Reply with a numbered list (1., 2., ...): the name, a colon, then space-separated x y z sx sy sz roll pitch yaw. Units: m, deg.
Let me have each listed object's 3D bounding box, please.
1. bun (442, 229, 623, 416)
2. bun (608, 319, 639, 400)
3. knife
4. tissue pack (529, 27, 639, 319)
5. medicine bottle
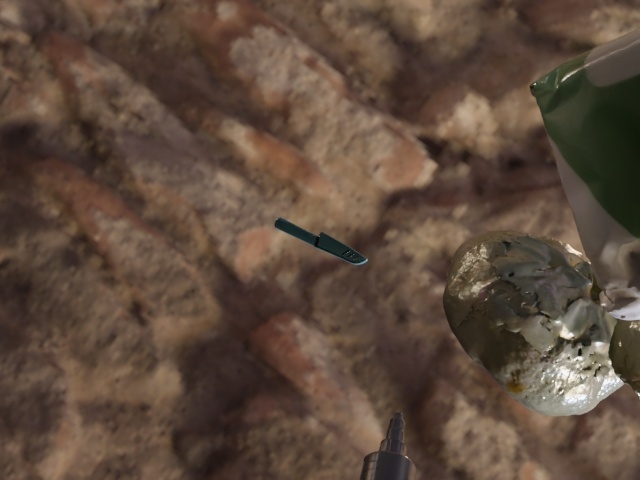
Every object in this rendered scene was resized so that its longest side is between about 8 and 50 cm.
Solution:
1. bun: 0.249 0.078 1.541 0.239 0.141 0.239 33 -153 -19
2. bun: 0.342 0.128 1.422 0.115 0.069 0.115 47 175 5
3. knife: 0.000 0.000 1.085 0.091 0.014 0.005 26 -176 31
4. tissue pack: 0.352 -0.083 0.864 0.266 0.356 0.194 -8 -100 -51
5. medicine bottle: 0.063 0.252 1.364 0.057 0.057 0.199 30 -135 -17
